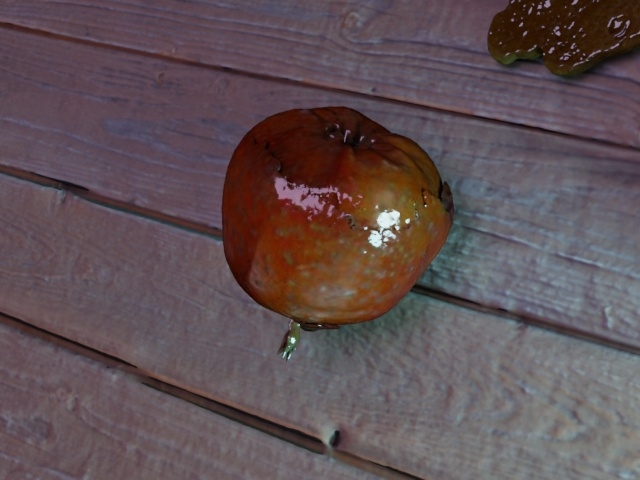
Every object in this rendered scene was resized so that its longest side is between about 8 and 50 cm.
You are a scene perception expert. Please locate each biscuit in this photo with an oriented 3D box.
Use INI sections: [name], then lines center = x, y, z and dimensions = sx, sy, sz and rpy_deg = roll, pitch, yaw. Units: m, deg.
[biscuit]
center = 0.329, -0.306, 1.521
dimensions = 0.290, 0.041, 0.208
rpy_deg = -33, 60, 20

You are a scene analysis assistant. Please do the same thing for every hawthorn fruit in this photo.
[hawthorn fruit]
center = 0.000, 0.000, 1.508
dimensions = 0.276, 0.276, 0.308
rpy_deg = 33, 109, 34
